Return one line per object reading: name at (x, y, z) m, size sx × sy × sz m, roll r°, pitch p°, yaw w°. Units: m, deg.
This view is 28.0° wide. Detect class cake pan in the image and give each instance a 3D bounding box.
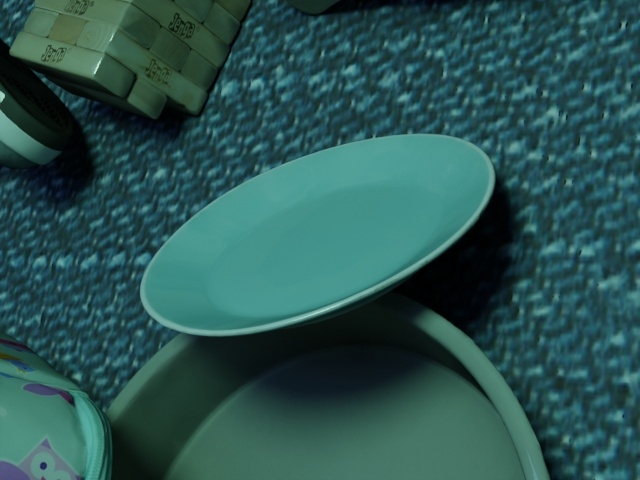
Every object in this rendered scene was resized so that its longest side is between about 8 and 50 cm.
cake pan at (-0.012, 0.165, 0.609) m, size 0.293 × 0.054 × 0.293 m, roll -16°, pitch 61°, yaw 30°

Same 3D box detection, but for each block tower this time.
block tower at (-0.071, -0.240, 0.817) m, size 0.097 × 0.091 × 0.335 m, roll 20°, pitch 81°, yaw 39°

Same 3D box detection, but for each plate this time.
plate at (0.000, 0.000, 0.645) m, size 0.188 × 0.024 × 0.188 m, roll -19°, pitch 24°, yaw 9°

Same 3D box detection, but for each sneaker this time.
sneaker at (-0.293, -0.080, 0.879) m, size 0.178 × 0.124 × 0.295 m, roll -50°, pitch 42°, yaw 0°

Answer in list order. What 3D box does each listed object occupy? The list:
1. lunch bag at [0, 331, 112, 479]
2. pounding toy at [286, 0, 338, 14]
lunch bag at (-0.224, 0.157, 0.695) m, size 0.279 × 0.108 × 0.224 m, roll 14°, pitch 84°, yaw 59°
pounding toy at (0.071, -0.221, 0.680) m, size 0.269 × 0.154 × 0.155 m, roll -7°, pitch 64°, yaw 55°
